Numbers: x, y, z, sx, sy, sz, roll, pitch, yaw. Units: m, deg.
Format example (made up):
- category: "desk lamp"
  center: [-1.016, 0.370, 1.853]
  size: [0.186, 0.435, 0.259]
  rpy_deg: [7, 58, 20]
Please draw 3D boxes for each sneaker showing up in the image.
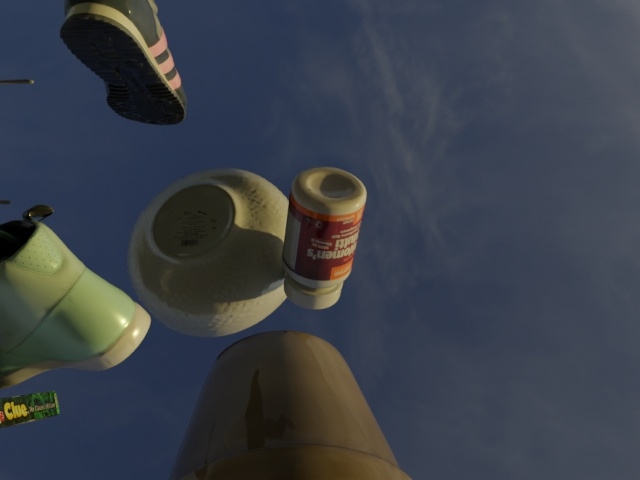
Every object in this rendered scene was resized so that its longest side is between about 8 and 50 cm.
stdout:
- category: "sneaker"
  center: [-0.281, 0.048, 0.632]
  size: [0.256, 0.151, 0.094]
  rpy_deg: [-14, -144, 35]
- category: "sneaker"
  center: [-0.231, -0.250, 0.911]
  size: [0.112, 0.319, 0.131]
  rpy_deg: [3, -103, -1]

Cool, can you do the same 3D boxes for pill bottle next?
- category: "pill bottle"
  center: [0.000, 0.000, 1.175]
  size: [0.121, 0.221, 0.121]
  rpy_deg: [6, -143, -4]

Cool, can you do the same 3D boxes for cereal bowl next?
- category: "cereal bowl"
  center: [-0.205, -0.002, 1.310]
  size: [0.339, 0.141, 0.339]
  rpy_deg: [-7, -122, 11]

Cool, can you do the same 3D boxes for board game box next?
- category: "board game box"
  center: [-0.393, 0.178, 0.654]
  size: [0.259, 0.136, 0.030]
  rpy_deg: [-11, -96, 3]

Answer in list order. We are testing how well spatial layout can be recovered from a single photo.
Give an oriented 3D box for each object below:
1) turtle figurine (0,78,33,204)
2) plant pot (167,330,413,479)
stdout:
- category: "turtle figurine"
  center: [-0.620, -0.155, 1.099]
  size: [0.266, 0.198, 0.274]
  rpy_deg: [26, -137, 24]
- category: "plant pot"
  center: [-0.045, 0.275, 0.867]
  size: [0.323, 0.323, 0.280]
  rpy_deg: [-8, -141, 0]
